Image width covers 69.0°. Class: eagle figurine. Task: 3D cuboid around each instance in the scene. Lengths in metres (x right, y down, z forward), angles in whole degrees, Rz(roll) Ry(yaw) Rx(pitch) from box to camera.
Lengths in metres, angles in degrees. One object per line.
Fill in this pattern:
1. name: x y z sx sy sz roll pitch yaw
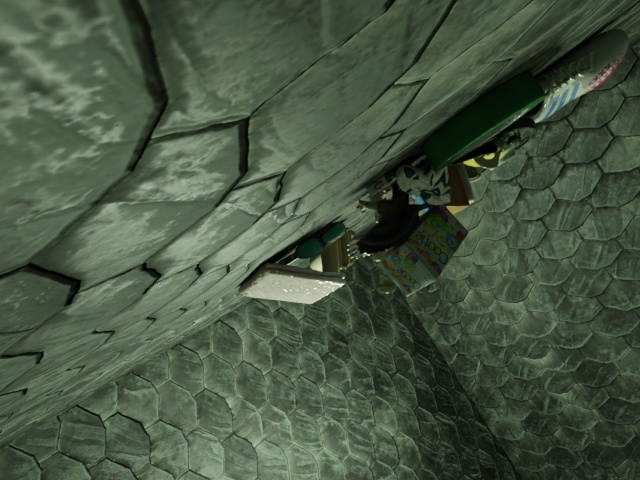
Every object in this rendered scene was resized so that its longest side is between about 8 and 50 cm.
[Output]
1. eagle figurine: 0.216 -0.065 1.495 0.225 0.298 0.226 12 168 38

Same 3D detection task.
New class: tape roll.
1. tape roll: 0.420 -0.304 1.219 0.321 0.077 0.321 -32 177 -2

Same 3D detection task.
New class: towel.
1. towel: -0.113 0.163 1.741 0.317 0.053 0.332 10 156 -22

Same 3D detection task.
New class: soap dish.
1. soap dish: 0.487 -0.217 1.834 0.118 0.229 0.291 -16 176 1

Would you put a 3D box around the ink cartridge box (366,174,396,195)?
1. ink cartridge box: 0.178 -0.164 1.342 0.083 0.028 0.048 -35 176 29

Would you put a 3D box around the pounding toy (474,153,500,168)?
1. pounding toy: 0.549 -0.317 1.492 0.269 0.154 0.155 -35 176 19

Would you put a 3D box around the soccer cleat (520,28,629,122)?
1. soccer cleat: 0.678 -0.444 1.294 0.143 0.116 0.331 -5 153 -38

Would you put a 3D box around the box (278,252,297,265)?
1. box: -0.114 0.074 1.931 0.137 0.027 0.094 -32 177 -19

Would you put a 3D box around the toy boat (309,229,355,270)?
1. toy boat: 0.076 0.051 2.496 0.318 0.148 0.267 -22 166 -29

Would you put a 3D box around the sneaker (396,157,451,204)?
1. sneaker: 0.306 -0.212 1.370 0.235 0.153 0.094 19 157 -35

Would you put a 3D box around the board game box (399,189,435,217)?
1. board game box: 0.355 -0.145 1.654 0.047 0.210 0.160 -32 177 -7

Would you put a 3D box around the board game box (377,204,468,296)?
1. board game box: 0.329 0.023 1.477 0.275 0.144 0.142 -44 -179 -41

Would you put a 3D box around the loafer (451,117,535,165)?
1. loafer: 0.511 -0.287 1.405 0.267 0.084 0.096 -13 142 24

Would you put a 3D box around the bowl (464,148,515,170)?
1. bowl: 0.716 -0.387 1.935 0.289 0.156 0.289 -33 176 -3

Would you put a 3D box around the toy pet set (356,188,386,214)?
1. toy pet set: 0.201 -0.131 1.650 0.122 0.065 0.114 -33 176 -10

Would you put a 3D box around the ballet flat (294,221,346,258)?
1. ballet flat: 0.000 0.000 1.682 0.206 0.073 0.067 -29 -170 0

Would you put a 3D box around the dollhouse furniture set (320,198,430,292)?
1. dollhouse furniture set: 0.222 0.027 1.814 0.394 0.362 0.256 -3 -173 17

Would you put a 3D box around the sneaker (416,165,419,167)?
1. sneaker: 0.353 -0.241 1.669 0.067 0.042 0.118 -36 169 -18

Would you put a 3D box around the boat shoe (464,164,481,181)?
1. boat shoe: 0.580 -0.294 1.995 0.206 0.075 0.065 13 178 26
